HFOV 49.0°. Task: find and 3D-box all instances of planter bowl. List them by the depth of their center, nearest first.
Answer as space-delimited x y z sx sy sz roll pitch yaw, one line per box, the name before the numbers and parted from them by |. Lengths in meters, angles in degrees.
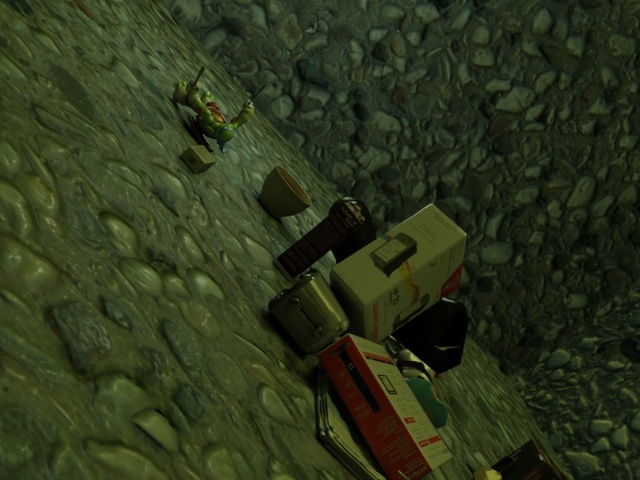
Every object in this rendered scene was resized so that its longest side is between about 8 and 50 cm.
planter bowl | -0.120 -0.135 2.149 0.162 0.109 0.162 48 10 -11

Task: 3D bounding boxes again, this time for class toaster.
toaster | -0.021 0.152 1.529 0.146 0.129 0.227 54 4 0

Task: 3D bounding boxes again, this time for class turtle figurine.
turtle figurine | -0.299 -0.412 2.033 0.266 0.198 0.275 37 -44 45

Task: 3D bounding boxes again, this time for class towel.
towel | 0.066 0.368 1.389 0.209 0.034 0.285 48 10 -15

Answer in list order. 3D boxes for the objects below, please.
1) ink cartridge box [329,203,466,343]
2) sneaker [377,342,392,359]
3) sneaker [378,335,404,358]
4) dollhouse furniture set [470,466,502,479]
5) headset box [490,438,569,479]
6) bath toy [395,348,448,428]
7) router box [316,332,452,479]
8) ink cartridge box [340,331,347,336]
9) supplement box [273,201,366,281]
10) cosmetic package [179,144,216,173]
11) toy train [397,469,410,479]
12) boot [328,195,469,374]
ink cartridge box | 0.182 0.089 1.641 0.131 0.306 0.226 45 -22 31
sneaker | 0.147 0.317 1.807 0.071 0.066 0.188 42 13 -33
sneaker | 0.187 0.291 2.133 0.162 0.063 0.073 55 -7 5
dollhouse furniture set | 0.268 0.543 1.436 0.182 0.161 0.101 106 -16 -52
headset box | 0.537 0.669 1.793 0.293 0.218 0.110 47 10 -13
bath toy | 0.262 0.390 1.857 0.129 0.151 0.348 11 7 3
router box | 0.145 0.356 1.482 0.301 0.082 0.335 58 7 20
ink cartridge box | 0.095 0.194 1.861 0.052 0.122 0.088 44 12 -29
supplement box | 0.000 0.000 1.818 0.073 0.239 0.130 51 11 2
cosmetic package | -0.311 -0.208 1.794 0.060 0.041 0.115 49 10 -2
toy train | 0.203 0.537 1.229 0.248 0.105 0.143 48 24 -11
boot | 0.203 0.109 1.892 0.445 0.146 0.367 36 -35 51
